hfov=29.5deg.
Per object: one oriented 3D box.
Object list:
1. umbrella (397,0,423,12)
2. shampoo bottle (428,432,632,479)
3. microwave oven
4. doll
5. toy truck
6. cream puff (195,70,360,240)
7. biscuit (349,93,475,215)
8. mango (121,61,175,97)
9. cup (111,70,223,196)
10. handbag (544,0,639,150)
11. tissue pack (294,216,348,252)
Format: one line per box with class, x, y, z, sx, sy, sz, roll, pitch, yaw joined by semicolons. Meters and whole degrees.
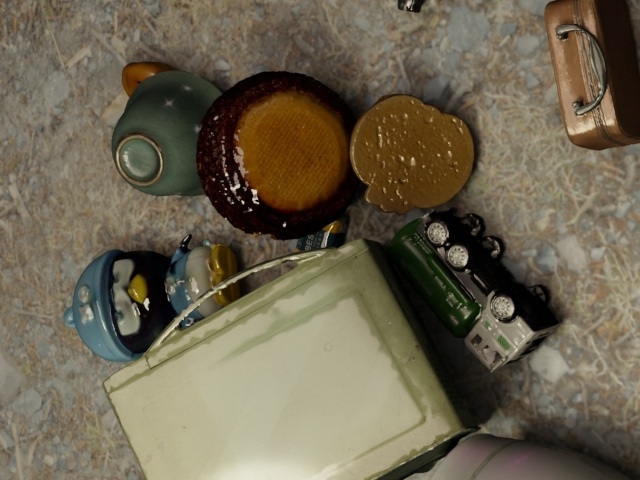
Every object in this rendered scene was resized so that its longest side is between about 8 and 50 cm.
umbrella;0.156;-0.471;1.605;0.118;0.118;0.340;21;109;29
shampoo bottle;0.262;0.385;1.485;0.266;0.273;0.273;17;102;36
microwave oven;-0.033;0.212;1.617;0.394;0.247;0.333;-29;79;7
doll;-0.270;0.088;1.867;0.314;0.141;0.177;-17;72;26
toy truck;0.195;0.060;1.608;0.242;0.101;0.125;50;120;22
cream puff;-0.058;-0.115;1.679;0.165;0.239;0.239;164;96;-68
biscuit;0.118;-0.110;1.635;0.170;0.050;0.170;0;91;-3
mango;-0.266;-0.244;1.888;0.114;0.060;0.080;25;122;25
cup;-0.235;-0.139;1.791;0.199;0.150;0.199;7;111;18
handbag;0.336;-0.209;1.474;0.072;0.151;0.194;-9;87;33
tissue pack;0.000;0.000;1.753;0.062;0.042;0.083;22;104;26
